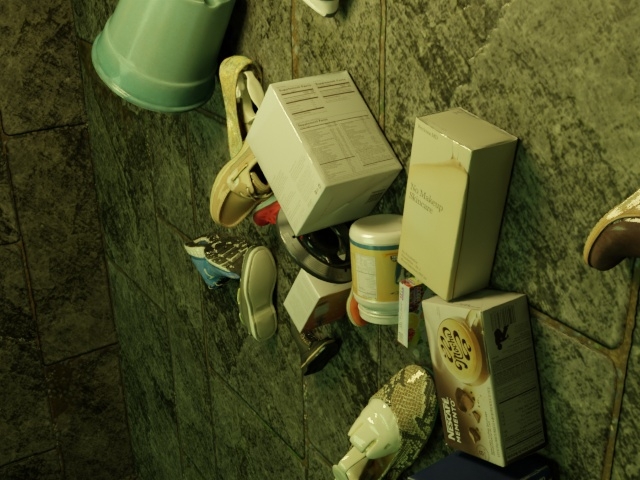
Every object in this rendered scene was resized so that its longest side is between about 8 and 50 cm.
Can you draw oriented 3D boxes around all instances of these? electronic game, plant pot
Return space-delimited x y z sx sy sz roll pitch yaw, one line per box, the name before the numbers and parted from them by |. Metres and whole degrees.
electronic game | 0.000 0.000 1.899 0.048 0.229 0.229 -47 61 35
plant pot | -0.380 -0.566 2.200 0.341 0.341 0.334 59 139 24

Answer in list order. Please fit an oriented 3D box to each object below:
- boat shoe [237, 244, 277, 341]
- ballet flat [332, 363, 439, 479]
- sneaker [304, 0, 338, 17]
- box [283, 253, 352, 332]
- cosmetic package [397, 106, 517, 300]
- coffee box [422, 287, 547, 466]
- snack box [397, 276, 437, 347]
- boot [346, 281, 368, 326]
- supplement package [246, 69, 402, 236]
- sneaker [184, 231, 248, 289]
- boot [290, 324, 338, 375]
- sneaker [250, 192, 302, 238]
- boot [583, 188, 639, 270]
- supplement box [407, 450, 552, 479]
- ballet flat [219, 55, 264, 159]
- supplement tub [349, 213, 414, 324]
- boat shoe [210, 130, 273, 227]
boat shoe | -0.184 0.140 2.397 0.091 0.109 0.305 33 135 43
ballet flat | 0.127 0.472 1.952 0.164 0.182 0.483 55 145 32
sneaker | -0.040 -0.566 1.824 0.091 0.094 0.258 95 151 -51
box | 0.006 0.127 2.042 0.091 0.130 0.170 59 148 24
cosmetic package | 0.243 -0.066 1.564 0.160 0.113 0.309 40 137 45
coffee box | 0.306 0.247 1.599 0.168 0.119 0.297 6 109 58
snack box | 0.207 0.138 1.733 0.037 0.100 0.141 34 133 50
boot | 0.106 0.138 1.954 0.084 0.059 0.158 31 129 44
supplement package | 0.002 -0.187 1.826 0.263 0.198 0.199 62 149 19
sneaker | -0.287 0.071 2.554 0.330 0.129 0.147 18 133 60
boot | -0.027 0.257 2.228 0.198 0.077 0.137 -52 54 54
sneaker | -0.104 -0.048 2.192 0.221 0.087 0.128 -40 68 60
boot | 0.493 0.027 1.200 0.207 0.090 0.248 61 145 25
supplement box | 0.330 0.596 1.633 0.195 0.194 0.357 9 116 59
ballet flat | -0.177 -0.296 2.178 0.123 0.123 0.349 10 113 58
supplement tub | 0.136 0.058 1.772 0.144 0.144 0.200 25 125 53
boat shoe | -0.170 -0.153 2.123 0.341 0.121 0.110 -59 42 28
